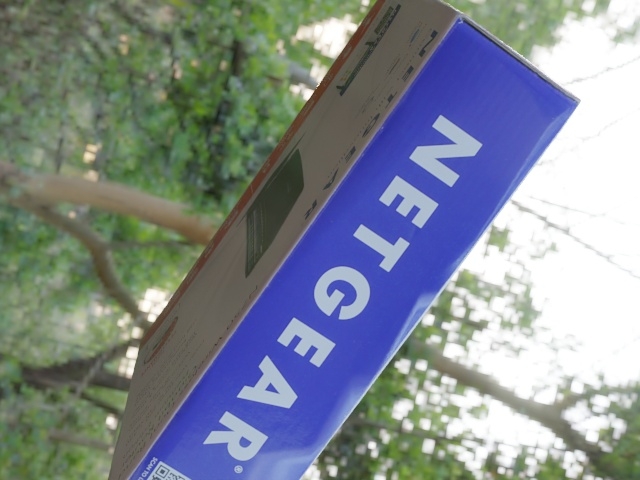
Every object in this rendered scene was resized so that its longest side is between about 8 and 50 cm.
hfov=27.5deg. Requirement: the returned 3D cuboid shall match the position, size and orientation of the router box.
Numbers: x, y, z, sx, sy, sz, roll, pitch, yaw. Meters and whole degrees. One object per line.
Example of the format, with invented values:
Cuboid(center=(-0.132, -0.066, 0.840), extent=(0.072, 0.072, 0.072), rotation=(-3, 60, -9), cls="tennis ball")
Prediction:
Cuboid(center=(0.000, 0.000, 0.828), extent=(0.335, 0.082, 0.301), rotation=(-54, -169, 10), cls="router box")
